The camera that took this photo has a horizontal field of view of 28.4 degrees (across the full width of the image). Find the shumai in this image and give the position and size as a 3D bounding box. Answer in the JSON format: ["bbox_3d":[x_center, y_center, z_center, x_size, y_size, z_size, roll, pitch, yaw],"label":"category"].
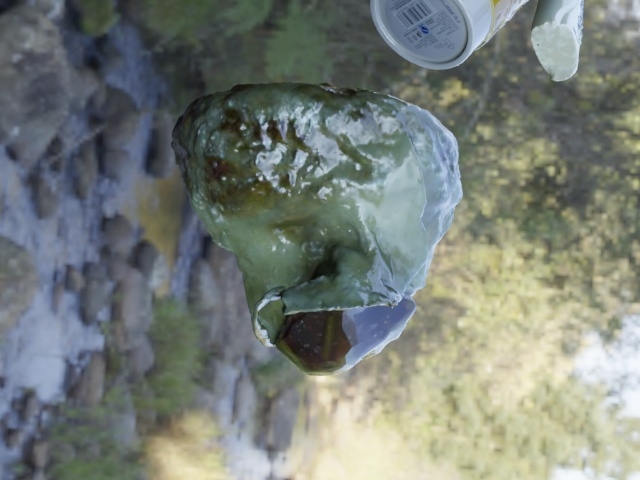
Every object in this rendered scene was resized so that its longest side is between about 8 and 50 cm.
[{"bbox_3d":[0.000,0.000,1.642,0.395,0.395,0.348,66,23,-78],"label":"shumai"}]

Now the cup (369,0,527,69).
[{"bbox_3d":[0.183,-0.350,1.562,0.226,0.185,0.241,-53,174,-32],"label":"cup"}]

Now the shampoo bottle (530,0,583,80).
[{"bbox_3d":[0.184,-0.176,0.969,0.049,0.034,0.141,55,30,-23],"label":"shampoo bottle"}]
